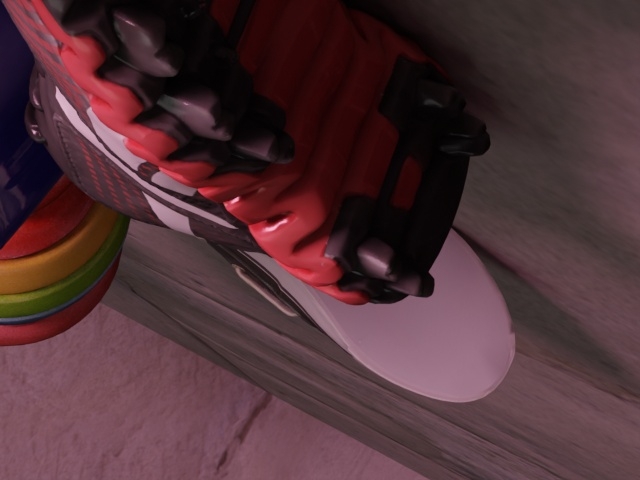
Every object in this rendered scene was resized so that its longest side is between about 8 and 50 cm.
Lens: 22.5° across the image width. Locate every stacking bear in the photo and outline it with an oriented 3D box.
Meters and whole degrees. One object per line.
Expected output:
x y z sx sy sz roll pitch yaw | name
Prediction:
-0.187 -0.041 0.916 0.164 0.175 0.289 32 163 0 | stacking bear

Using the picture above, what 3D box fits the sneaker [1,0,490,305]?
-0.048 -0.062 0.489 0.135 0.097 0.276 18 167 27 | sneaker

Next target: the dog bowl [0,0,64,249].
-0.202 -0.110 0.620 0.265 0.104 0.265 32 164 10 | dog bowl

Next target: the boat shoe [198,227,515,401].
0.000 0.000 0.788 0.219 0.077 0.070 38 170 -1 | boat shoe
